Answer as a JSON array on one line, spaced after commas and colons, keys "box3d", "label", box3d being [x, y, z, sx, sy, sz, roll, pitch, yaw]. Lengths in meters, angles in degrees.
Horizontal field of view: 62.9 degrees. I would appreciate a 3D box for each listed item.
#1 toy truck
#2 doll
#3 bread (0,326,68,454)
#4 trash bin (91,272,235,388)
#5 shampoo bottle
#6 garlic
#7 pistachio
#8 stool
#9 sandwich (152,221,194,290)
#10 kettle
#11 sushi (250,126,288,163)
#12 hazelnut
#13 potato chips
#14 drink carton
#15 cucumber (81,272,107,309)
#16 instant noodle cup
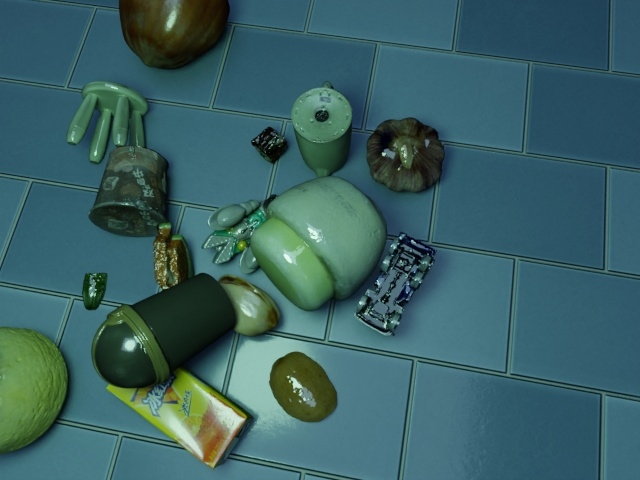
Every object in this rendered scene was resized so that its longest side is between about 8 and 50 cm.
[{"box3d": [0.200, 0.127, 1.420, 0.124, 0.155, 0.268, 29, 79, 11], "label": "toy truck"}, {"box3d": [-0.223, -0.042, 1.485, 0.194, 0.153, 0.259, 28, 79, -18], "label": "doll"}, {"box3d": [-0.821, 0.382, 1.344, 0.320, 0.237, 0.321, -6, 69, 16], "label": "bread"}, {"box3d": [-0.390, 0.230, 1.285, 0.333, 0.214, 0.214, -27, 71, -35], "label": "trash bin"}, {"box3d": [0.000, 0.000, 1.377, 0.317, 0.322, 0.322, -42, 76, -16], "label": "shampoo bottle"}, {"box3d": [0.249, -0.259, 1.533, 0.244, 0.160, 0.245, -1, 71, 2], "label": "garlic"}, {"box3d": [-0.209, 0.176, 1.427, 0.215, 0.144, 0.144, 32, 76, 9], "label": "pistachio"}, {"box3d": [-0.634, -0.349, 1.579, 0.195, 0.195, 0.199, 4, 74, 3], "label": "stool"}, {"box3d": [-0.406, 0.063, 1.453, 0.079, 0.159, 0.235, -9, 78, -3], "label": "sandwich"}, {"box3d": [0.016, -0.328, 1.513, 0.165, 0.255, 0.241, 5, 75, 7], "label": "kettle"}, {"box3d": [-0.153, -0.293, 1.591, 0.094, 0.098, 0.084, 43, 80, 11], "label": "sushi"}, {"box3d": [-0.456, -0.718, 1.624, 0.365, 0.366, 0.367, -1, 72, 2], "label": "hazelnut"}, {"box3d": [-0.050, 0.391, 1.400, 0.150, 0.049, 0.202, -33, 68, -13], "label": "potato chips"}, {"box3d": [-0.365, 0.425, 1.367, 0.351, 0.111, 0.155, 32, 75, 11], "label": "drink carton"}, {"box3d": [-0.658, 0.145, 1.508, 0.067, 0.035, 0.108, 0, 74, 1], "label": "cucumber"}, {"box3d": [-0.538, -0.143, 1.510, 0.217, 0.217, 0.208, -1, 65, 2], "label": "instant noodle cup"}]
